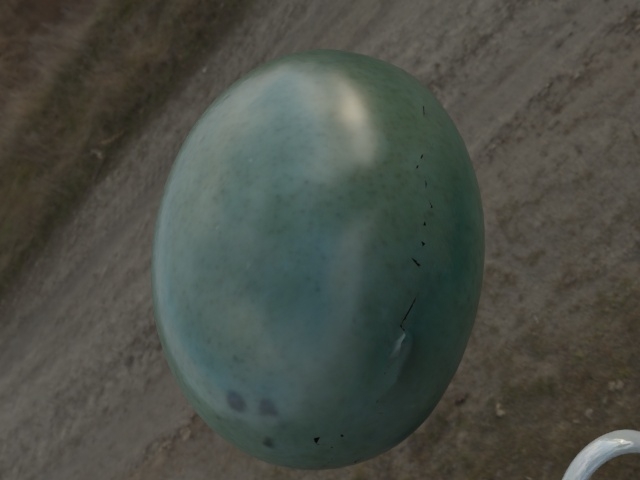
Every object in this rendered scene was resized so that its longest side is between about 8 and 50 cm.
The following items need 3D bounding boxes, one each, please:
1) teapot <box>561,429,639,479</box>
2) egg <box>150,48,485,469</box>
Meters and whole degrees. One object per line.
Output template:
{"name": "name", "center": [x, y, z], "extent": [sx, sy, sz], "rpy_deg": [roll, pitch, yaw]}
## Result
{"name": "teapot", "center": [0.245, 0.308, 0.681], "extent": [0.208, 0.165, 0.300], "rpy_deg": [-86, 5, -73]}
{"name": "egg", "center": [0.000, 0.000, 0.400], "extent": [0.169, 0.169, 0.237], "rpy_deg": [-28, 43, 41]}
